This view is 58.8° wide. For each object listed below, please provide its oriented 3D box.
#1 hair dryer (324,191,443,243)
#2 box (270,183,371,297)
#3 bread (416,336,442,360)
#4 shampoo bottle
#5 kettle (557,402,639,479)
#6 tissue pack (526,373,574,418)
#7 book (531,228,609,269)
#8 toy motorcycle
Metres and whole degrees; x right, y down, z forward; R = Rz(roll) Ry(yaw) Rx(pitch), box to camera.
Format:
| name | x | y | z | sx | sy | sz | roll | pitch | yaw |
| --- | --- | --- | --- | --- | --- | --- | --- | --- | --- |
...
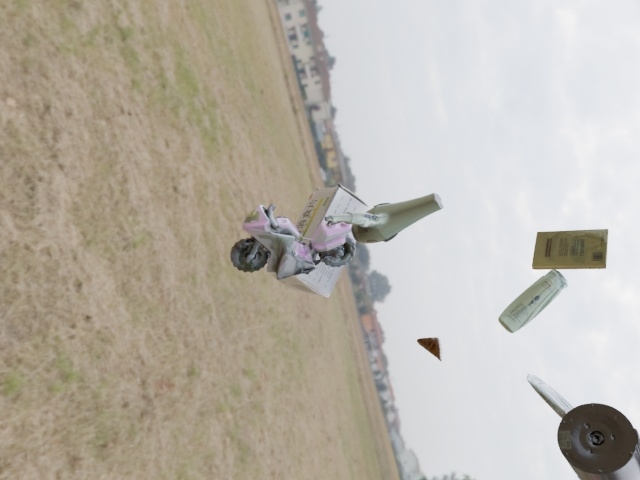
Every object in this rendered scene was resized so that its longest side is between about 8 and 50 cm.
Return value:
| name | x | y | z | sx | sy | sz | roll | pitch | yaw |
| --- | --- | --- | --- | --- | --- | --- | --- | --- | --- |
| hair dryer | 0.108 | -0.048 | 0.919 | 0.199 | 0.167 | 0.067 | 21 | 50 | -68 |
| box | 0.001 | -0.002 | 1.757 | 0.145 | 0.332 | 0.173 | 34 | -17 | -26 |
| bread | 0.385 | 0.356 | 1.929 | 0.109 | 0.062 | 0.043 | 40 | -2 | 32 |
| shampoo bottle | 0.582 | 0.166 | 1.558 | 0.072 | 0.212 | 0.049 | 46 | -2 | 21 |
| kettle | 0.613 | 0.446 | 1.165 | 0.232 | 0.202 | 0.143 | 50 | 34 | -37 |
| tissue pack | 0.622 | 0.427 | 1.499 | 0.193 | 0.026 | 0.123 | 48 | 19 | 29 |
| book | 0.840 | 0.031 | 1.913 | 0.026 | 0.231 | 0.161 | 56 | 45 | -39 |
| toy motorcycle | -0.068 | -0.006 | 1.455 | 0.143 | 0.328 | 0.187 | -110 | -161 | -59 |
